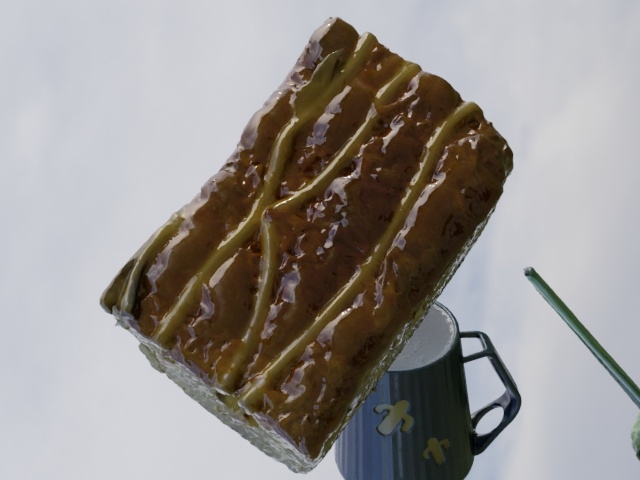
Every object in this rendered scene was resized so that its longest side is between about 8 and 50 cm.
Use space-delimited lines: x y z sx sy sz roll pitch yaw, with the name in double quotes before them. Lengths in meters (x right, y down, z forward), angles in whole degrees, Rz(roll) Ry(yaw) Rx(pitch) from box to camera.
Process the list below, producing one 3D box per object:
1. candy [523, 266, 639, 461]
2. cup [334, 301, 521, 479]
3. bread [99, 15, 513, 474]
"candy" 0.275 0.122 1.431 0.335 0.092 0.093 44 -146 -35
"cup" 0.094 0.135 1.420 0.131 0.176 0.155 -111 11 -51
"bread" 0.000 0.000 1.083 0.275 0.185 0.114 -52 -5 -20
